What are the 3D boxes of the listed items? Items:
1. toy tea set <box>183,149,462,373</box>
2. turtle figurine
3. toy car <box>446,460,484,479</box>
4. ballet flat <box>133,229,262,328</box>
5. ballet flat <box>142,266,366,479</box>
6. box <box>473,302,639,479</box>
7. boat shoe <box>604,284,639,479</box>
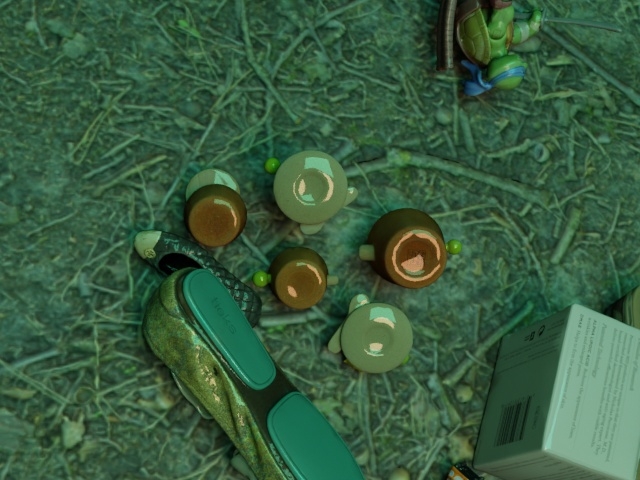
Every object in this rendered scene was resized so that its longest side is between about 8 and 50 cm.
[{"bbox_3d":[0.000,0.000,1.344,0.336,0.124,0.200,35,95,-9],"label":"toy tea set"},{"bbox_3d":[0.255,-0.348,1.478,0.198,0.275,0.266,-10,69,-56],"label":"turtle figurine"},{"bbox_3d":[0.196,0.309,1.323,0.122,0.060,0.040,38,97,3],"label":"toy car"},{"bbox_3d":[-0.141,0.044,1.287,0.173,0.057,0.049,34,43,-8],"label":"ballet flat"},{"bbox_3d":[-0.077,0.190,1.238,0.123,0.123,0.348,-35,86,-25],"label":"ballet flat"},{"bbox_3d":[0.286,0.193,1.318,0.119,0.181,0.182,22,67,-11],"label":"box"},{"bbox_3d":[0.396,0.197,1.403,0.103,0.092,0.285,13,67,-19],"label":"boat shoe"}]
